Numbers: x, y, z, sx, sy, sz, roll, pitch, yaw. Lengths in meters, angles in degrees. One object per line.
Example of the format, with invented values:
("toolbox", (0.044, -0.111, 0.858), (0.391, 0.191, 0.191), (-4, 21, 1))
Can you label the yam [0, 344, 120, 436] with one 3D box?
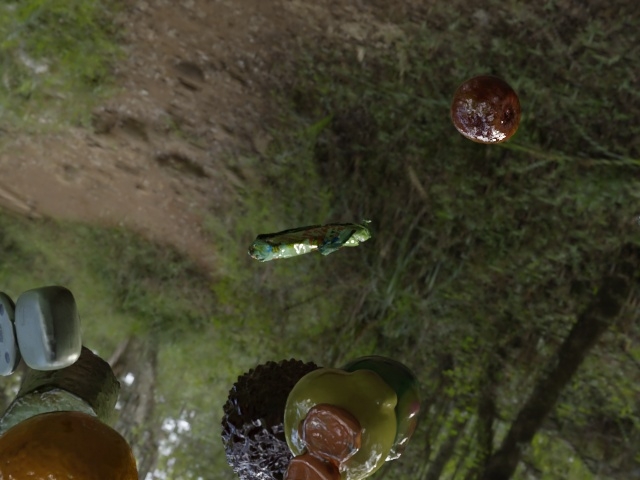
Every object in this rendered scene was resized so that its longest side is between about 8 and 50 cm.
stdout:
("yam", (-0.496, 0.323, 1.653), (0.195, 0.195, 0.300), (24, -172, -9))

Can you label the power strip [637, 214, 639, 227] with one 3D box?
("power strip", (0.636, -0.093, 1.332), (0.229, 0.141, 0.261), (-7, 148, 0))

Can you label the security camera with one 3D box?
("security camera", (-0.529, 0.161, 1.547), (0.080, 0.157, 0.301), (-7, 178, -45))

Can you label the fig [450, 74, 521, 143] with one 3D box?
("fig", (0.378, -0.327, 2.091), (0.207, 0.175, 0.175), (30, 180, 41))

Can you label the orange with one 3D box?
("orange", (-0.297, 0.280, 0.972), (0.177, 0.178, 0.155), (21, -175, 12))

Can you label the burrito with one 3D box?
("burrito", (0.000, 0.000, 1.645), (0.288, 0.054, 0.104), (-10, -165, -39))

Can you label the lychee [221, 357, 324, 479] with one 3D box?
("lychee", (-0.062, 0.406, 1.830), (0.306, 0.306, 0.330), (24, -144, -15))

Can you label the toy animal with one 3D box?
("toy animal", (0.044, 0.294, 1.419), (0.191, 0.216, 0.338), (26, -160, 24))
